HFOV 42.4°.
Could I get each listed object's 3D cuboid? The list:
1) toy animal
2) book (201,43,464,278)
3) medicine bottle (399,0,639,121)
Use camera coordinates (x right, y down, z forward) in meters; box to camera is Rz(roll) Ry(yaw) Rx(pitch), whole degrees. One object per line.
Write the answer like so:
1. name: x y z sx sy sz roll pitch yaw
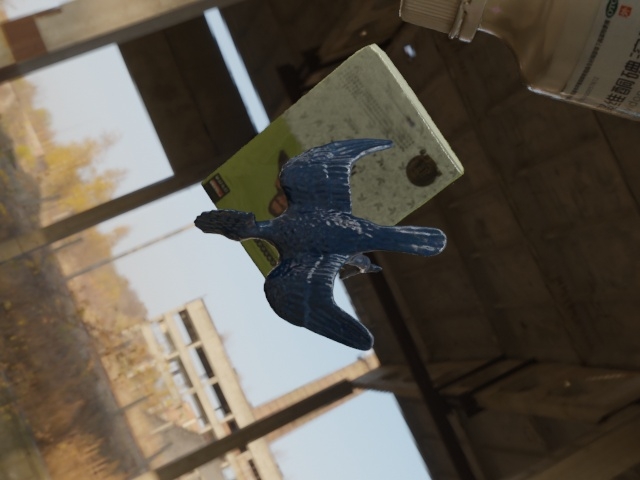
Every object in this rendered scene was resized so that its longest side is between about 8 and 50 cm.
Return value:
1. toy animal: 0.000 0.000 0.895 0.256 0.176 0.239 -7 -106 36
2. book: 0.011 -0.096 1.241 0.239 0.352 0.035 55 18 6
3. medicine bottle: 0.178 -0.141 0.520 0.114 0.252 0.114 16 90 -88
